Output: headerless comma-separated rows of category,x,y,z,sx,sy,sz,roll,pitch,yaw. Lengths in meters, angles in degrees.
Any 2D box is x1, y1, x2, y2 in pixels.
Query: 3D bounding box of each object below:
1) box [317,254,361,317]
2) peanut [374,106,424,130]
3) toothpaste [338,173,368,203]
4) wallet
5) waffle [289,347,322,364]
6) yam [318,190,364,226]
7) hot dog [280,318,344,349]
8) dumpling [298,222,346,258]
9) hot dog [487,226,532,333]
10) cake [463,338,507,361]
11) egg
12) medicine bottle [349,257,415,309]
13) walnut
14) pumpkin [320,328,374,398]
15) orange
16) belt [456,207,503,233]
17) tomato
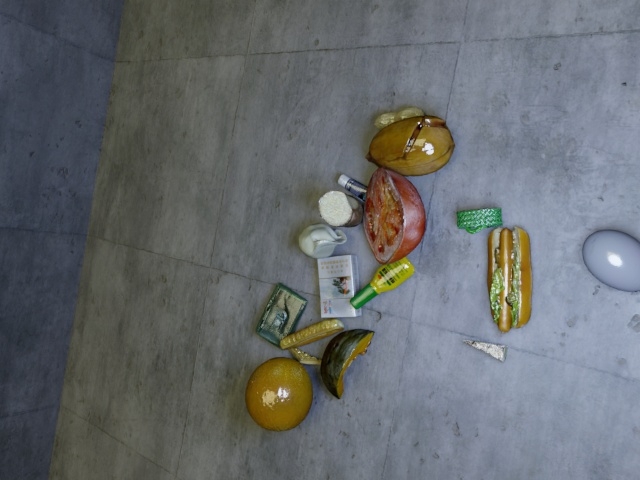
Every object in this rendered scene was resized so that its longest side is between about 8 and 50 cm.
box,0.072,0.177,1.854,0.149,0.067,0.233,-8,82,32
peanut,0.285,-0.438,1.763,0.187,0.082,0.082,-3,84,31
toothpaste,0.152,-0.186,1.852,0.193,0.045,0.071,34,112,23
wallet,-0.163,0.313,2.001,0.160,0.055,0.236,29,101,23
waffle,-0.063,0.459,1.946,0.152,0.097,0.024,23,101,64
yam,0.083,-0.108,1.781,0.128,0.238,0.130,6,90,18
hot dog,-0.037,0.365,1.895,0.285,0.087,0.061,-24,65,20
dumpling,0.000,0.000,1.860,0.250,0.162,0.132,10,113,65
hot dog,0.590,0.124,1.517,0.135,0.100,0.338,-1,85,31
cake,0.534,0.338,1.564,0.140,0.051,0.055,23,92,32
egg,0.827,0.057,1.347,0.146,0.146,0.199,-46,72,21
medicine bottle,0.216,0.154,1.741,0.260,0.064,0.095,-40,74,10
walnut,0.297,-0.319,1.681,0.336,0.209,0.209,-8,82,36
pumpkin,0.057,0.439,1.781,0.148,0.169,0.312,28,101,28
orange,-0.156,0.583,1.849,0.274,0.274,0.275,-3,85,32
belt,0.512,-0.061,1.570,0.151,0.121,0.079,-2,90,44
tomato,0.267,-0.083,1.675,0.338,0.143,0.339,179,90,-74
